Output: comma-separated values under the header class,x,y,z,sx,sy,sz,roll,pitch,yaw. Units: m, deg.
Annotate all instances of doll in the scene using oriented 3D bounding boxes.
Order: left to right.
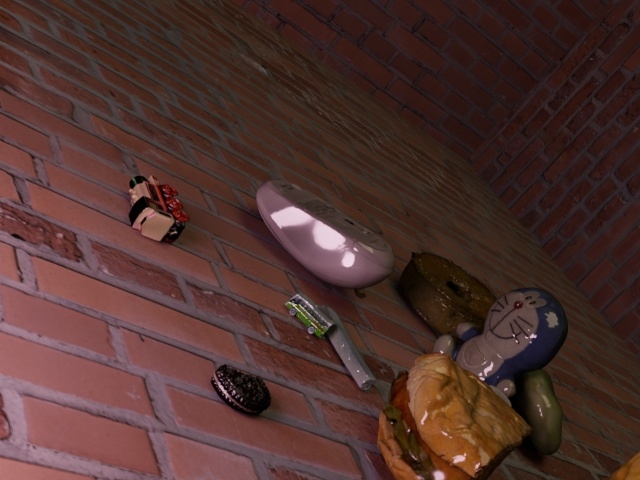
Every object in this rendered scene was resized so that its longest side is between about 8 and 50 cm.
class,x,y,z,sx,sy,sz,roll,pitch,yaw
doll,0.356,0.203,1.851,0.154,0.258,0.228,33,16,-28

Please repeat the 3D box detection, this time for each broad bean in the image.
class,x,y,z,sx,sy,sz,roll,pitch,yaw
broad bean,0.430,0.327,1.920,0.228,0.100,0.169,-106,178,-52

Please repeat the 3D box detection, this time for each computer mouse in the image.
class,x,y,z,sx,sy,sz,roll,pitch,yaw
computer mouse,0.000,0.000,1.815,0.297,0.121,0.184,30,17,9

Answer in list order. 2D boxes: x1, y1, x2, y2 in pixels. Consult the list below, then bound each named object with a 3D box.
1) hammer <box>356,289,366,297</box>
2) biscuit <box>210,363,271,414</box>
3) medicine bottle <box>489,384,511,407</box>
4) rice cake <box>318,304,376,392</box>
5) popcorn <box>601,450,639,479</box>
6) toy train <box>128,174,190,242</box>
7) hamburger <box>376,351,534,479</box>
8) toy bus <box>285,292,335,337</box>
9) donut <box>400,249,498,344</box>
class,x,y,z,sx,sy,sz,roll,pitch,yaw
hammer,0.060,0.057,1.982,0.062,0.013,0.199,33,18,-26
biscuit,-0.102,0.191,1.251,0.087,0.027,0.089,40,17,-8
medicine bottle,0.292,0.309,1.727,0.057,0.089,0.057,36,17,-13
rice cake,0.043,0.178,1.605,0.042,0.030,0.180,30,21,-45
popcorn,0.609,0.500,1.656,0.349,0.349,0.382,34,-7,-23
toy train,-0.257,-0.053,1.488,0.087,0.050,0.138,24,23,-37
hamburger,0.181,0.277,1.435,0.209,0.162,0.330,44,19,18
toy bus,-0.019,0.123,1.595,0.083,0.037,0.031,44,16,9
donut,0.285,0.136,2.145,0.272,0.107,0.272,32,17,-11
